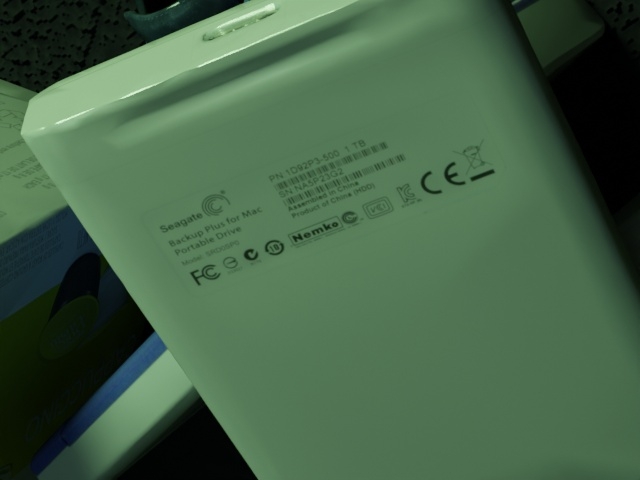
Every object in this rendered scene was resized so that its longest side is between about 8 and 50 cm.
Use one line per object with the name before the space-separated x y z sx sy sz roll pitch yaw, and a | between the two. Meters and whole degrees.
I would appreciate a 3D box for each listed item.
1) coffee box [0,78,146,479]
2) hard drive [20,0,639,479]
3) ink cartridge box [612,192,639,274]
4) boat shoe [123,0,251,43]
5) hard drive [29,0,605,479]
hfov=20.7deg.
coffee box | -0.324 0.083 1.009 0.338 0.337 0.334 20 114 16
hard drive | 0.034 0.025 0.781 0.203 0.040 0.307 -20 125 16
ink cartridge box | 0.159 0.115 0.938 0.198 0.115 0.273 48 119 2
boat shoe | -0.076 -0.127 0.967 0.109 0.089 0.258 -20 95 32
hard drive | 0.000 0.000 0.913 0.040 0.210 0.318 48 119 3
